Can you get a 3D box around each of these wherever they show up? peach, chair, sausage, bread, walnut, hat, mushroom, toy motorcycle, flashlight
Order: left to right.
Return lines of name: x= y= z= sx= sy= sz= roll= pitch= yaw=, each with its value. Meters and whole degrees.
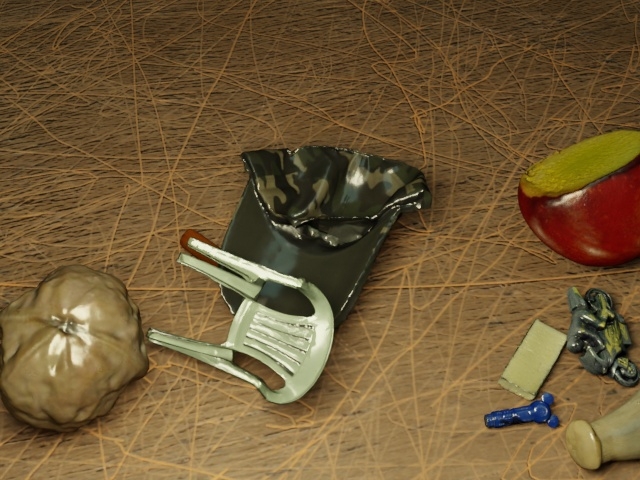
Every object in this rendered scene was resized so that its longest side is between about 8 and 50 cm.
walnut: x=-0.391 y=0.169 z=1.369 sx=0.227 sy=0.273 sz=0.273 roll=-8 pitch=52 yaw=-15
sausage: x=-0.206 y=0.025 z=1.621 sx=0.131 sy=0.039 sz=0.041 roll=33 pitch=56 yaw=23
chair: x=-0.127 y=0.134 z=1.407 sx=0.274 sy=0.190 sz=0.203 roll=20 pitch=89 yaw=-6
hat: x=0.000 y=0.000 z=1.603 sx=0.366 sy=0.257 sz=0.382 roll=19 pitch=92 yaw=22
flashlight: x=0.329 y=0.289 z=1.432 sx=0.121 sy=0.035 sz=0.057 roll=-10 pitch=77 yaw=-3
bread: x=0.369 y=0.205 z=1.501 sx=0.068 sy=0.028 sz=0.154 roll=27 pitch=55 yaw=19
peach: x=0.501 y=-0.069 z=1.586 sx=0.274 sy=0.248 sz=0.245 roll=-21 pitch=81 yaw=-17
toy motorcycle: x=0.477 y=0.165 z=1.509 sx=0.124 sy=0.061 sz=0.193 roll=1 pitch=58 yaw=-20
mushroom: x=0.516 y=0.295 z=1.394 sx=0.247 sy=0.096 sz=0.108 roll=-23 pitch=81 yaw=-14
